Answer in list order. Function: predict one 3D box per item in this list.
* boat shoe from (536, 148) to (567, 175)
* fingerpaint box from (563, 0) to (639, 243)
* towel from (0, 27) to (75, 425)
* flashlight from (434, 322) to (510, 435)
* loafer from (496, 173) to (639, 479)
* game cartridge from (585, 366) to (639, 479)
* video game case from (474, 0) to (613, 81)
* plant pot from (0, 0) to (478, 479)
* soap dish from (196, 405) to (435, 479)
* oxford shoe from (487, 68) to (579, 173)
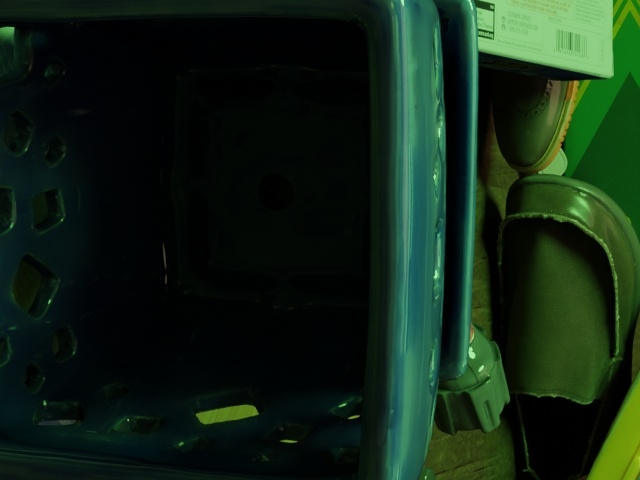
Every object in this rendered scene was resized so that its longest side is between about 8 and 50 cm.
[{"bbox_3d":[0.211,-0.109,1.651,0.046,0.038,0.125,-40,137,-3],"label":"boat shoe"},{"bbox_3d":[0.410,-0.166,1.935,0.445,0.163,0.371,-24,114,-64],"label":"fingerpaint box"},{"bbox_3d":[-0.151,-0.048,0.859,0.209,0.034,0.285,-63,146,-42],"label":"towel"},{"bbox_3d":[0.090,0.031,1.313,0.103,0.103,0.304,-65,146,-44],"label":"flashlight"},{"bbox_3d":[0.242,0.101,1.616,0.130,0.134,0.366,-57,143,-45],"label":"loafer"},{"bbox_3d":[0.341,0.192,1.692,0.324,0.052,0.285,-65,161,1],"label":"game cartridge"},{"bbox_3d":[0.153,-0.269,1.391,0.269,0.061,0.244,4,88,-49],"label":"video game case"},{"bbox_3d":[-0.043,-0.016,0.802,0.212,0.236,0.236,-33,125,-68],"label":"plant pot"},{"bbox_3d":[-0.030,0.196,1.041,0.229,0.118,0.291,66,34,-44],"label":"soap dish"},{"bbox_3d":[0.174,-0.197,1.526,0.098,0.097,0.271,-1,89,-45],"label":"oxford shoe"}]
